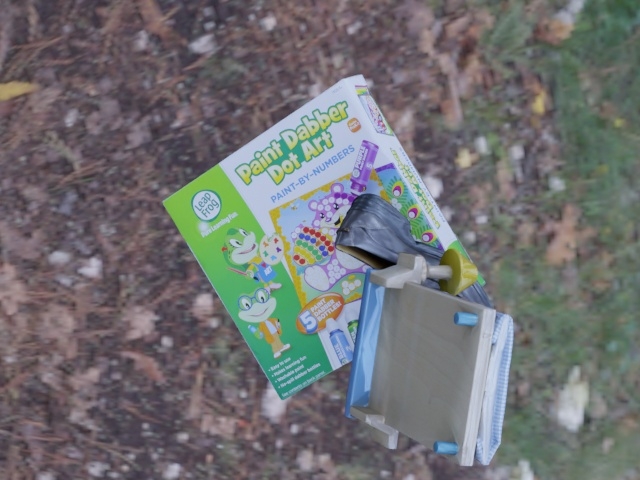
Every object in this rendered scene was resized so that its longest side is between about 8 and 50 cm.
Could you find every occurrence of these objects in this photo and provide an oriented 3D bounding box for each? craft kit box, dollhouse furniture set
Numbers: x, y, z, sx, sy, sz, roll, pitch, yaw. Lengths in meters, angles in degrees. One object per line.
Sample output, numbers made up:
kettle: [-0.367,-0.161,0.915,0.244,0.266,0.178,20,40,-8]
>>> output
craft kit box: [0.000,0.000,1.470,0.247,0.250,0.061,60,25,5]
dollhouse furniture set: [0.167,0.170,1.213,0.198,0.286,0.303,6,93,-24]

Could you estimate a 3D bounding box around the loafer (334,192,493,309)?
loafer: [0.085,0.031,1.358,0.170,0.062,0.061,37,63,-2]
